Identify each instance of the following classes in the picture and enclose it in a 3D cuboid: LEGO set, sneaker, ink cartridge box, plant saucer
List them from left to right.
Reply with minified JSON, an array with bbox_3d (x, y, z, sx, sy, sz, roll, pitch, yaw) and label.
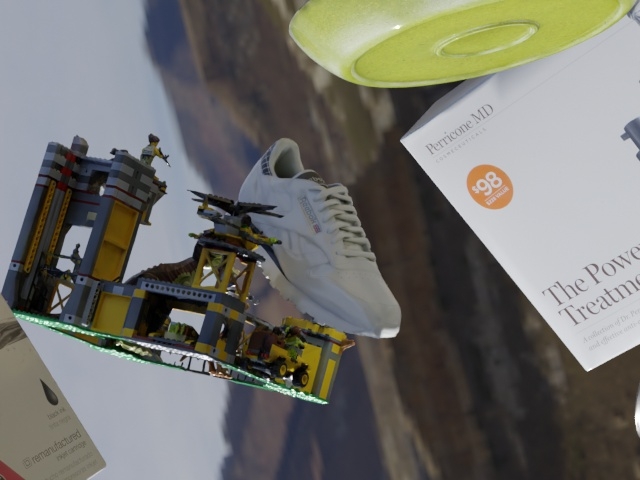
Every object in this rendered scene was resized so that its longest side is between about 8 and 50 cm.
[{"bbox_3d":[-0.274,0.112,1.220,0.218,0.092,0.158,56,-152,2],"label":"ink cartridge box"},{"bbox_3d":[-0.120,0.015,1.575,0.255,0.331,0.192,26,-104,-46],"label":"LEGO set"},{"bbox_3d":[0.000,0.000,1.524,0.090,0.095,0.235,15,-158,-47],"label":"sneaker"},{"bbox_3d":[0.101,-0.141,1.086,0.241,0.241,0.037,85,173,-82],"label":"plant saucer"}]

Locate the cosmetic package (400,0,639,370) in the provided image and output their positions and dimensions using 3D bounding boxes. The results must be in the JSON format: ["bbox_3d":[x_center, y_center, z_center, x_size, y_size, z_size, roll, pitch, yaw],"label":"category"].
[{"bbox_3d":[0.297,-0.086,1.501,0.284,0.377,0.097,51,-142,-5],"label":"cosmetic package"}]

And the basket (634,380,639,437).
[{"bbox_3d":[0.333,0.098,1.038,0.227,0.154,0.204,36,113,35],"label":"basket"}]
